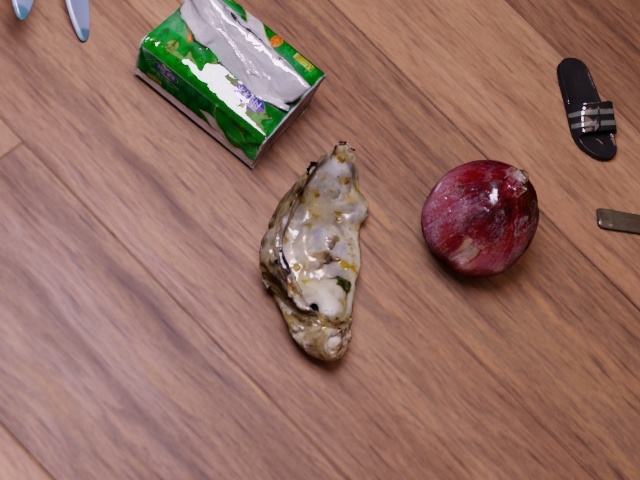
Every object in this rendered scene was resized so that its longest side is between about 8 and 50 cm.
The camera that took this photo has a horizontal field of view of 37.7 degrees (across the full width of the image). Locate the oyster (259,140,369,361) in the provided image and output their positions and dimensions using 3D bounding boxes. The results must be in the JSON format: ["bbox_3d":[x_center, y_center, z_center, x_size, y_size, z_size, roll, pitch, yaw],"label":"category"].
[{"bbox_3d":[0.002,0.004,1.226,0.166,0.094,0.294,38,51,-21],"label":"oyster"}]

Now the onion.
[{"bbox_3d":[0.224,-0.040,1.244,0.160,0.195,0.159,12,59,-20],"label":"onion"}]

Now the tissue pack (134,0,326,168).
[{"bbox_3d":[-0.115,-0.231,1.234,0.209,0.156,0.148,40,65,-1],"label":"tissue pack"}]

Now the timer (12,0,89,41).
[{"bbox_3d":[-0.376,-0.411,1.245,0.175,0.175,0.255,12,95,-13],"label":"timer"}]

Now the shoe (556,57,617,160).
[{"bbox_3d":[0.418,-0.212,1.454,0.071,0.049,0.179,-7,72,-19],"label":"shoe"}]

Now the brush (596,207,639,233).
[{"bbox_3d":[0.508,-0.023,1.420,0.190,0.027,0.034,9,65,-13],"label":"brush"}]
